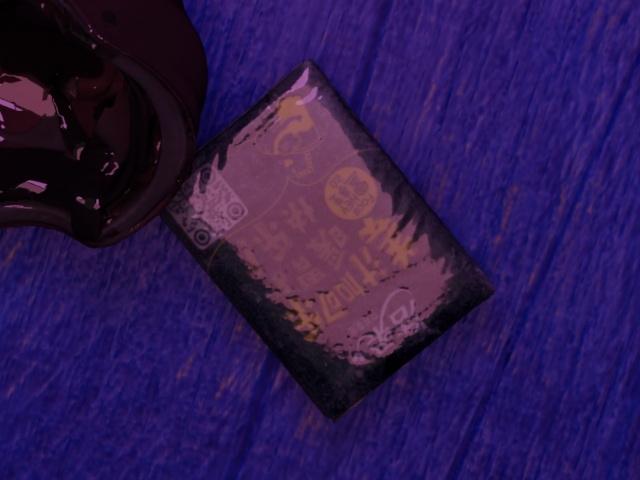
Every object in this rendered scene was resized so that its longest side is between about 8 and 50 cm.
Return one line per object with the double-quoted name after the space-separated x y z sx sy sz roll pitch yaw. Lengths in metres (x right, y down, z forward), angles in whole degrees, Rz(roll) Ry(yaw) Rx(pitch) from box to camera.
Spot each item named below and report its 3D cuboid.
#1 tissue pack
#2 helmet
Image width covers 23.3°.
0.000 0.000 1.331 0.185 0.081 0.257 -39 94 6 "tissue pack"
-0.247 -0.151 1.248 0.338 0.197 0.271 11 134 7 "helmet"
